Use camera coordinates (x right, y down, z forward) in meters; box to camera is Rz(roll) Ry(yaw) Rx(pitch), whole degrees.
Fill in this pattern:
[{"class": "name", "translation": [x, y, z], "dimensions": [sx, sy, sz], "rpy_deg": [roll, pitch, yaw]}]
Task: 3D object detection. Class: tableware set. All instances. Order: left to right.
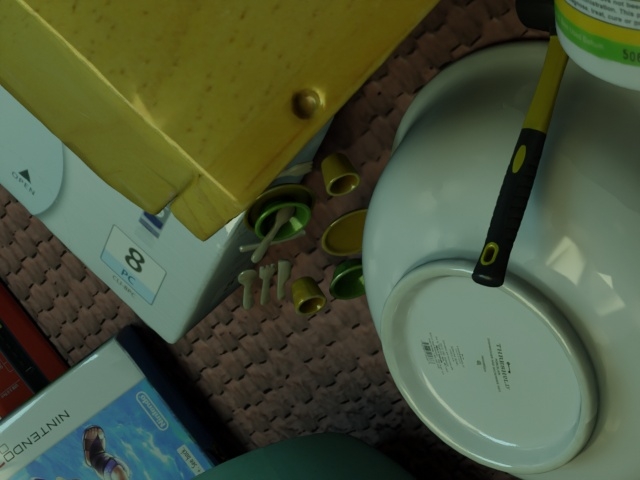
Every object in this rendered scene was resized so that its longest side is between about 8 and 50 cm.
[{"class": "tableware set", "translation": [0.000, 0.000, 1.269], "dimensions": [0.154, 0.104, 0.024], "rpy_deg": [95, 156, -54]}]

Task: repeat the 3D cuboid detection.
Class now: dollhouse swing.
[{"class": "dollhouse swing", "translation": [-0.107, -0.208, 1.101], "dimensions": [0.347, 0.315, 0.305], "rpy_deg": [43, -176, -4]}]

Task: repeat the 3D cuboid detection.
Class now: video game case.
[{"class": "video game case", "translation": [-0.167, 0.245, 1.531], "dimensions": [0.244, 0.061, 0.269], "rpy_deg": [-37, 93, 10]}]

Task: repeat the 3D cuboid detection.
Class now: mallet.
[{"class": "mallet", "translation": [0.126, -0.064, 1.067], "dimensions": [0.062, 0.190, 0.039], "rpy_deg": [1, 159, 33]}]

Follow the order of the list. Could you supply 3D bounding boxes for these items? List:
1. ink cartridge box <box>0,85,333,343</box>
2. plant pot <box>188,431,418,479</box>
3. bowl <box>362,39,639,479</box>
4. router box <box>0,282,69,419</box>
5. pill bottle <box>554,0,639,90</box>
[{"class": "ink cartridge box", "translation": [-0.136, -0.139, 1.266], "dimensions": [0.308, 0.091, 0.385], "rpy_deg": [43, 148, 9]}, {"class": "plant pot", "translation": [-0.010, 0.275, 1.355], "dimensions": [0.235, 0.293, 0.293], "rpy_deg": [64, 144, 21]}, {"class": "bowl", "translation": [0.130, 0.042, 1.161], "dimensions": [0.297, 0.134, 0.298], "rpy_deg": [23, 132, 28]}, {"class": "router box", "translation": [-0.297, 0.205, 1.708], "dimensions": [0.301, 0.082, 0.335], "rpy_deg": [52, 140, -2]}, {"class": "pill bottle", "translation": [0.174, -0.205, 0.930], "dimensions": [0.136, 0.136, 0.246], "rpy_deg": [17, 130, 33]}]
